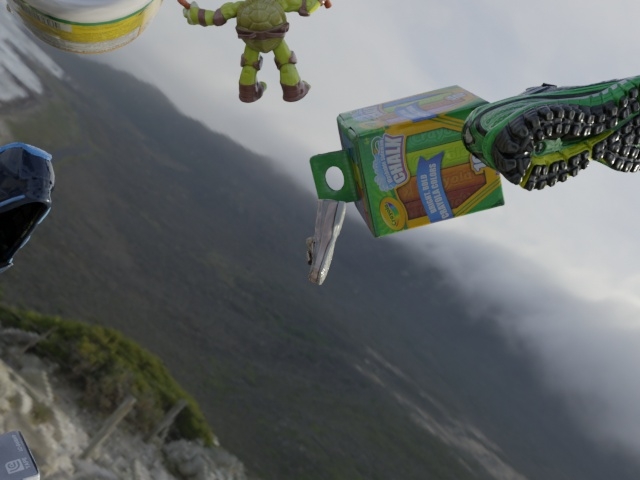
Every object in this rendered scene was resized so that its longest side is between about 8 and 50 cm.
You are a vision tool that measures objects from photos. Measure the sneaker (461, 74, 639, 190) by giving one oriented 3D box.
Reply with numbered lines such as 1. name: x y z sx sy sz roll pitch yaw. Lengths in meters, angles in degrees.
1. sneaker: 0.344 -0.168 1.120 0.146 0.343 0.134 42 -44 51

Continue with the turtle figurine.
1. turtle figurine: -0.068 -0.305 1.207 0.087 0.269 0.217 -100 -178 -49

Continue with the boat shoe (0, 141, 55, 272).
1. boat shoe: -0.382 0.001 0.909 0.109 0.258 0.089 12 43 -42

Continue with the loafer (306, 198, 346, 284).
1. loafer: 0.000 0.000 1.053 0.039 0.125 0.045 14 -35 6

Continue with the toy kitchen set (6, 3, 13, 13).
1. toy kitchen set: -0.242 -0.342 0.782 0.122 0.207 0.166 -19 70 -44

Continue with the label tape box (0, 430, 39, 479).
1. label tape box: -0.556 0.414 1.116 0.333 0.241 0.106 -11 37 -34

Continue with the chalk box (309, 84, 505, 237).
1. chalk box: 0.132 -0.128 1.390 0.179 0.288 0.180 -116 -169 -68

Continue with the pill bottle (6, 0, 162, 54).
1. pill bottle: -0.159 -0.189 0.561 0.117 0.117 0.208 45 -8 -14
